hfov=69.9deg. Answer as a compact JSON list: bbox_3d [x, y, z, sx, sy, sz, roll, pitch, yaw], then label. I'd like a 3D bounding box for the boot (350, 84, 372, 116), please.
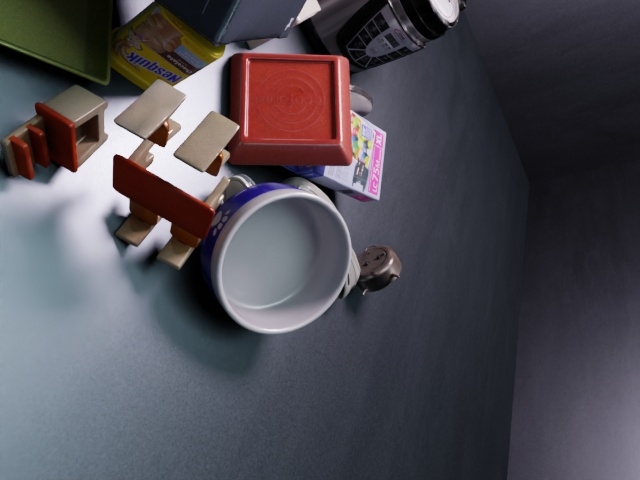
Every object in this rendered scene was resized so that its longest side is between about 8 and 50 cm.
[{"bbox_3d":[0.015,-0.281,1.166,0.338,0.118,0.223,-6,89,-43],"label":"boot"}]

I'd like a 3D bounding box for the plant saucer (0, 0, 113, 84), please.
[{"bbox_3d":[-0.402,-0.335,0.660,0.188,0.045,0.189,11,71,-51],"label":"plant saucer"}]

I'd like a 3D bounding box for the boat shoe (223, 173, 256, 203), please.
[{"bbox_3d":[-0.109,-0.029,0.926,0.255,0.095,0.079,61,41,-24],"label":"boat shoe"}]

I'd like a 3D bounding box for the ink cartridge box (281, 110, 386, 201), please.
[{"bbox_3d":[0.040,-0.217,1.073,0.311,0.065,0.186,15,79,-45],"label":"ink cartridge box"}]

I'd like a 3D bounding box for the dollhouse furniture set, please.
[{"bbox_3d":[-0.264,-0.085,0.630,0.259,0.262,0.135,30,52,-5],"label":"dollhouse furniture set"}]

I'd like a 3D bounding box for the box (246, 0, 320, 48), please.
[{"bbox_3d":[-0.129,-0.572,1.001,0.232,0.148,0.127,61,39,-24],"label":"box"}]

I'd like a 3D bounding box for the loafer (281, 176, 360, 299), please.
[{"bbox_3d":[0.000,0.000,1.050,0.319,0.112,0.111,56,33,-28],"label":"loafer"}]

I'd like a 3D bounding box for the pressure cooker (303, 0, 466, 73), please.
[{"bbox_3d":[0.183,-0.690,1.222,0.370,0.420,0.376,-51,121,-47],"label":"pressure cooker"}]

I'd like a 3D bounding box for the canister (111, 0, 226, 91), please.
[{"bbox_3d":[-0.254,-0.317,0.748,0.126,0.169,0.073,33,56,-44],"label":"canister"}]

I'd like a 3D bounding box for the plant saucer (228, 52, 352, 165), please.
[{"bbox_3d":[-0.062,-0.284,0.953,0.048,0.258,0.259,109,-19,-76],"label":"plant saucer"}]

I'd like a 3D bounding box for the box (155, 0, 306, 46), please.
[{"bbox_3d":[-0.198,-0.481,0.631,0.395,0.212,0.293,36,28,-5],"label":"box"}]

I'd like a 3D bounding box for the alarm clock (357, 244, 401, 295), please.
[{"bbox_3d":[0.143,0.061,1.223,0.064,0.129,0.192,56,14,-24],"label":"alarm clock"}]

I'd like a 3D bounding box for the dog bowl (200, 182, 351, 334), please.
[{"bbox_3d":[-0.079,0.030,0.840,0.264,0.104,0.265,-11,113,-28],"label":"dog bowl"}]
